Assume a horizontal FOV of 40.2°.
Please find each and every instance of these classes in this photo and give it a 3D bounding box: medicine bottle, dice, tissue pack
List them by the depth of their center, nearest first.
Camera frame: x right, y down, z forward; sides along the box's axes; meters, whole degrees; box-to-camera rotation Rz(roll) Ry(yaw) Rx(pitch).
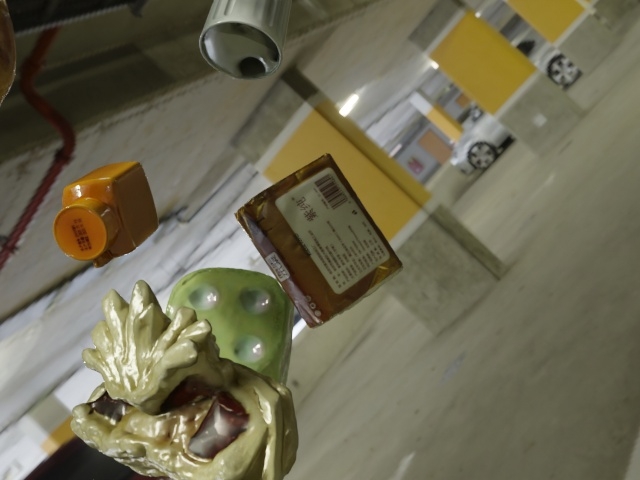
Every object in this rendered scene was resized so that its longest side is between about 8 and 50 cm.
[{"bbox_3d":[0.000,0.000,1.374,0.183,0.226,0.092,-34,2,-26],"label":"tissue pack"},{"bbox_3d":[-0.390,-0.047,1.589,0.112,0.149,0.222,-10,16,13],"label":"medicine bottle"},{"bbox_3d":[-0.190,0.221,1.817,0.254,0.252,0.249,93,-175,-56],"label":"dice"}]

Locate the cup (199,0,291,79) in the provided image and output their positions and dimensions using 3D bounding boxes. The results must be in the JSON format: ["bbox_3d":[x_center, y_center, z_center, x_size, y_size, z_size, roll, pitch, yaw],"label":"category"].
[{"bbox_3d":[-0.159,-0.446,1.788,0.221,0.167,0.202,-24,46,44],"label":"cup"}]

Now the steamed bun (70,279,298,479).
[{"bbox_3d":[-0.212,0.199,1.197,0.428,0.189,0.247,3,68,45],"label":"steamed bun"}]

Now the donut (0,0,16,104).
[{"bbox_3d":[-0.534,-0.266,1.108,0.150,0.299,0.317,-23,36,50],"label":"donut"}]
